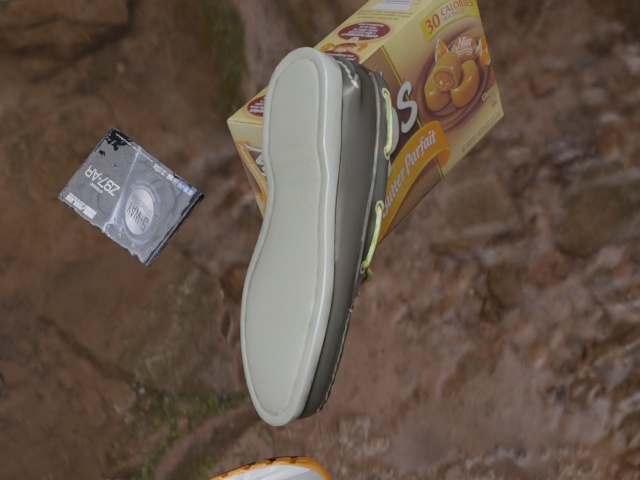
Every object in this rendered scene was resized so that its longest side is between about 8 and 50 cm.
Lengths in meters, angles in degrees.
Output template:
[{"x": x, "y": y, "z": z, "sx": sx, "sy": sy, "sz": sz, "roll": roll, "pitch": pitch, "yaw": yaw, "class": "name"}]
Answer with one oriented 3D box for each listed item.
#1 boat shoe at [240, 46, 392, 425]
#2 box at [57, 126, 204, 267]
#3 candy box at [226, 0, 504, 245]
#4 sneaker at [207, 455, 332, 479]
[{"x": 0.003, "y": 0.000, "z": 1.124, "sx": 0.091, "sy": 0.109, "sz": 0.305, "roll": 8, "pitch": 87, "yaw": -40, "class": "boat shoe"}, {"x": -0.136, "y": -0.031, "z": 0.994, "sx": 0.083, "sy": 0.018, "sz": 0.067, "roll": 38, "pitch": 87, "yaw": 4, "class": "box"}, {"x": 0.057, "y": -0.125, "z": 1.406, "sx": 0.088, "sy": 0.183, "sz": 0.316, "roll": 11, "pitch": 42, "yaw": 40, "class": "candy box"}, {"x": -0.096, "y": 0.236, "z": 0.889, "sx": 0.262, "sy": 0.099, "sz": 0.121, "roll": -31, "pitch": 82, "yaw": 3, "class": "sneaker"}]
